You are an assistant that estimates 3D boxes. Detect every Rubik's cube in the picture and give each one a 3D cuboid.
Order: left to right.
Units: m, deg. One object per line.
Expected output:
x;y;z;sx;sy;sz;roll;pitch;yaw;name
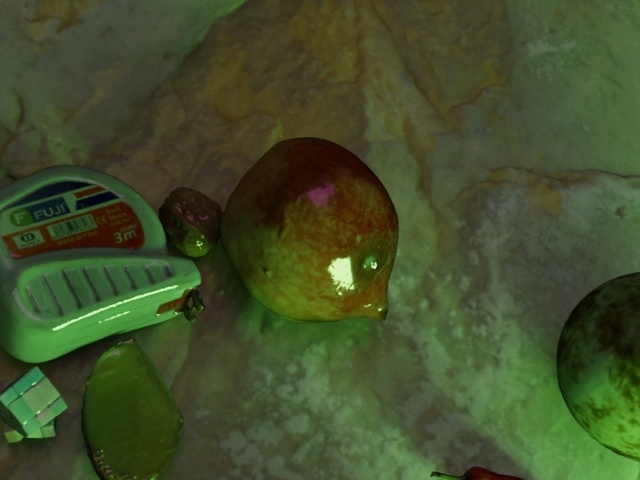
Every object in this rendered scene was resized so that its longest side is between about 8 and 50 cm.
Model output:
-0.345;0.198;1.570;0.075;0.073;0.084;-21;89;-33;Rubik's cube

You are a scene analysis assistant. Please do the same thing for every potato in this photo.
-0.228;0.213;1.598;0.119;0.054;0.197;-10;55;-15;potato

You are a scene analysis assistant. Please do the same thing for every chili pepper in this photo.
0.227;0.314;1.640;0.191;0.050;0.059;19;38;-10;chili pepper

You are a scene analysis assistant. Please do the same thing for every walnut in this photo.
-0.168;-0.024;1.756;0.096;0.082;0.079;42;94;26;walnut

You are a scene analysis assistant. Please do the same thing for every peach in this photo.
0.000;0.000;1.694;0.257;0.232;0.232;41;57;2;peach

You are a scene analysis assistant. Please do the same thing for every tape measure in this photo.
-0.305;0.030;1.659;0.243;0.125;0.246;-18;65;-31;tape measure

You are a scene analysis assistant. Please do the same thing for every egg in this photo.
0.437;0.167;1.679;0.290;0.238;0.238;26;54;-12;egg
